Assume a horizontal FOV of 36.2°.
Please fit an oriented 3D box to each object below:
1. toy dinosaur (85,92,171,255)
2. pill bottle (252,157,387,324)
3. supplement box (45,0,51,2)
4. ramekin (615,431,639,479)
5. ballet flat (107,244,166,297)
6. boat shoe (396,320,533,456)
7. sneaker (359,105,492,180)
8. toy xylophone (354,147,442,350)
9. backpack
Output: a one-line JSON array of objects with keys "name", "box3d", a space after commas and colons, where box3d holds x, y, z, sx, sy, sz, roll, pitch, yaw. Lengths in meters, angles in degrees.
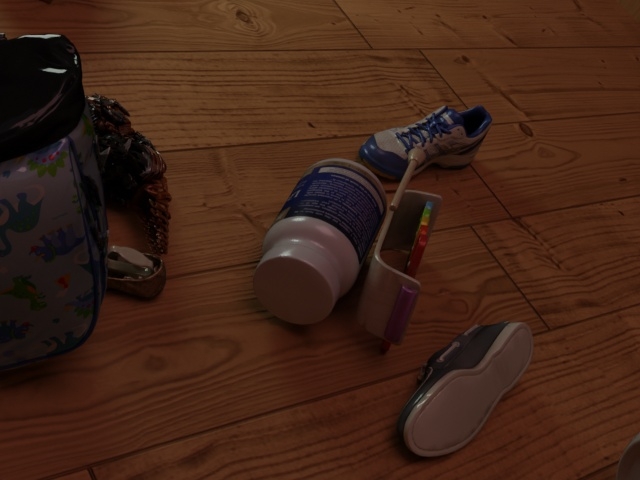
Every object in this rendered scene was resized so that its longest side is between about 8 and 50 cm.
[{"name": "toy dinosaur", "box3d": [-0.299, -0.114, 1.439, 0.218, 0.164, 0.322, 7, 20, -48]}, {"name": "pill bottle", "box3d": [0.000, 0.000, 1.492, 0.153, 0.153, 0.265, 30, 39, -1]}, {"name": "supplement box", "box3d": [-0.493, -0.571, 1.749, 0.129, 0.191, 0.194, 22, 40, -11]}, {"name": "ramekin", "box3d": [0.527, 0.371, 1.363, 0.127, 0.273, 0.273, -6, 51, -20]}, {"name": "ballet flat", "box3d": [-0.308, 0.026, 1.341, 0.206, 0.067, 0.073, 11, 44, -22]}, {"name": "boat shoe", "box3d": [0.202, 0.216, 1.466, 0.099, 0.116, 0.319, 5, 28, 43]}, {"name": "sneaker", "box3d": [0.200, -0.201, 1.845, 0.296, 0.131, 0.112, -16, 60, -40]}, {"name": "toy xylophone", "box3d": [0.129, 0.007, 1.514, 0.081, 0.236, 0.323, 18, 38, 4]}, {"name": "backpack", "box3d": [-0.376, -0.021, 1.134, 0.290, 0.355, 0.273, -16, 60, -15]}]
